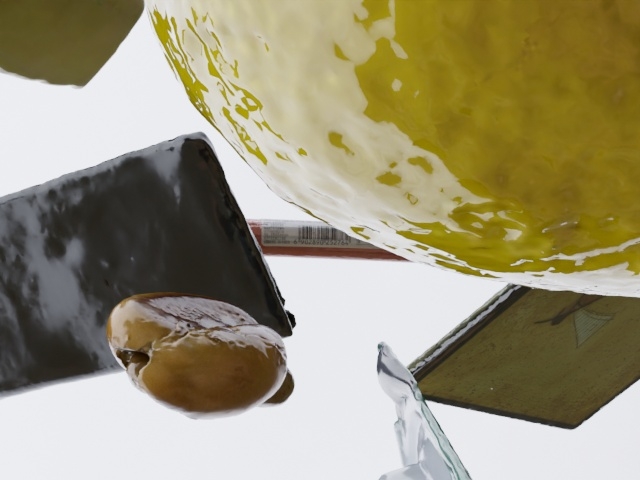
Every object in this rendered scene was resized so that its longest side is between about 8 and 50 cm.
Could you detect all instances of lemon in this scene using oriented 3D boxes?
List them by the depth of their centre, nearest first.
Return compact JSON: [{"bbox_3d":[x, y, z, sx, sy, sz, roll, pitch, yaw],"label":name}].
[{"bbox_3d":[0.084,-0.107,0.468,0.284,0.260,0.260,-19,-55,-6],"label":"lemon"}]

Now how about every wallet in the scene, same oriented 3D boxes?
[{"bbox_3d":[-0.162,0.027,1.151,0.146,0.285,0.030,64,-150,-19],"label":"wallet"}]

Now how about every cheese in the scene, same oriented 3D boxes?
[{"bbox_3d":[-0.292,-0.254,1.345,0.124,0.265,0.242,-52,-27,19],"label":"cheese"}]

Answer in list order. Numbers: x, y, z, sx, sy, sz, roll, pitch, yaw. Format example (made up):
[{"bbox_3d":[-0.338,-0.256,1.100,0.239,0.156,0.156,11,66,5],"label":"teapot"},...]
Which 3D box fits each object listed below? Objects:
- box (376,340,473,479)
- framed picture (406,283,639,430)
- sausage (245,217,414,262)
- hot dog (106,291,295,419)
[{"bbox_3d":[0.039,0.221,0.652,0.106,0.336,0.264,-13,-72,-7],"label":"box"},{"bbox_3d":[0.243,0.030,1.293,0.339,0.014,0.255,-41,-34,24],"label":"framed picture"},{"bbox_3d":[0.000,0.000,1.311,0.223,0.029,0.029,3,-70,-5],"label":"sausage"},{"bbox_3d":[-0.066,0.068,1.014,0.140,0.090,0.060,-7,-56,-58],"label":"hot dog"}]
